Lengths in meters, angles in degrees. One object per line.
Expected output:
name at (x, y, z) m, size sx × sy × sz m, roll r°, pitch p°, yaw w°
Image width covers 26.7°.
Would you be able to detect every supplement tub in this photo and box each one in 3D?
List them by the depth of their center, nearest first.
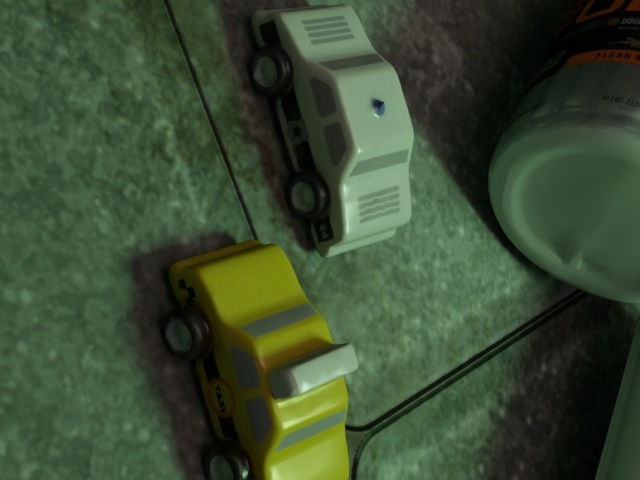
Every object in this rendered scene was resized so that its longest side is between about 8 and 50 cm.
supplement tub at (0.293, -0.128, 1.159) m, size 0.207 × 0.207 × 0.338 m, roll 50°, pitch 50°, yaw -23°

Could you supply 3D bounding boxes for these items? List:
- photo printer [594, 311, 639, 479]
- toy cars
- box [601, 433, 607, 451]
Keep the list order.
photo printer at (0.340, 0.214, 1.130) m, size 0.256 × 0.107 × 0.307 m, roll 44°, pitch 52°, yaw -27°
toy cars at (0.000, 0.000, 0.930) m, size 0.176 × 0.087 × 0.393 m, roll 34°, pitch 58°, yaw -33°
box at (0.300, 0.272, 1.179) m, size 0.114 × 0.036 × 0.207 m, roll 8°, pitch 74°, yaw -42°
